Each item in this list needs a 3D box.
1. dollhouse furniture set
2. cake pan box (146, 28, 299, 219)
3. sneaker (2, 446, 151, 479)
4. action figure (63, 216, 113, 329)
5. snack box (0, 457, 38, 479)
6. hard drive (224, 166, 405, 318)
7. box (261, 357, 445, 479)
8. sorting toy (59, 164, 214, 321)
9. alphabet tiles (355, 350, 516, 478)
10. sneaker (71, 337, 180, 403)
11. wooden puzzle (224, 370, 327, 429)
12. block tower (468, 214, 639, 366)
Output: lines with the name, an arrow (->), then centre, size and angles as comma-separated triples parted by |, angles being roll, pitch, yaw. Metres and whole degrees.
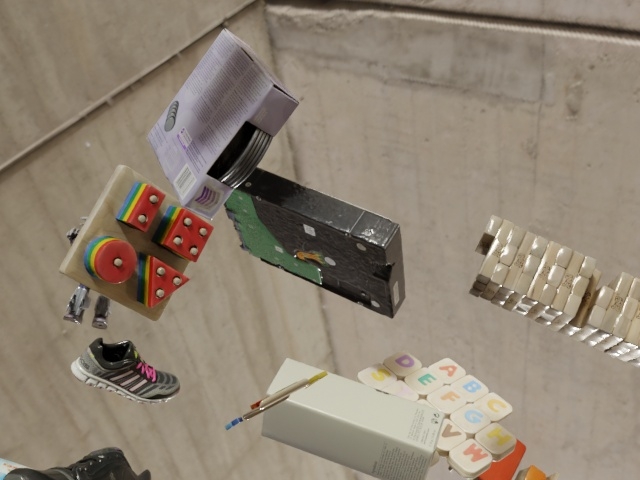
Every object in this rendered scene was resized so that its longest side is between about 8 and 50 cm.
dollhouse furniture set -> 0.374, 0.522, 1.688 | 0.262, 0.259, 0.135 | 36, -41, 8
cake pan box -> -0.170, -0.197, 1.276 | 0.070, 0.245, 0.267 | 26, 17, -38
sneaker -> -0.347, 0.351, 1.116 | 0.107, 0.124, 0.283 | -3, -31, 23
action figure -> -0.474, 0.049, 1.696 | 0.185, 0.285, 0.099 | 10, -20, 1
snack box -> -0.535, 0.558, 1.326 | 0.187, 0.321, 0.060 | 23, -1, -12
hard drive -> -0.013, -0.003, 1.362 | 0.339, 0.064, 0.237 | 22, -29, 23
box -> 0.050, 0.294, 1.231 | 0.275, 0.094, 0.113 | 19, -53, 11
sorting toy -> -0.367, 0.016, 1.619 | 0.089, 0.255, 0.257 | 14, -17, 46
alphabet tiles -> 0.202, 0.301, 1.369 | 0.284, 0.278, 0.021 | 36, -51, 37
sneaker -> -0.287, 0.195, 1.174 | 0.170, 0.063, 0.074 | 22, -68, -22
wooden puzzle -> -0.052, 0.182, 0.889 | 0.014, 0.116, 0.078 | 60, -37, 12
block tower -> 0.364, 0.084, 1.041 | 0.335, 0.097, 0.091 | 26, -17, 9
